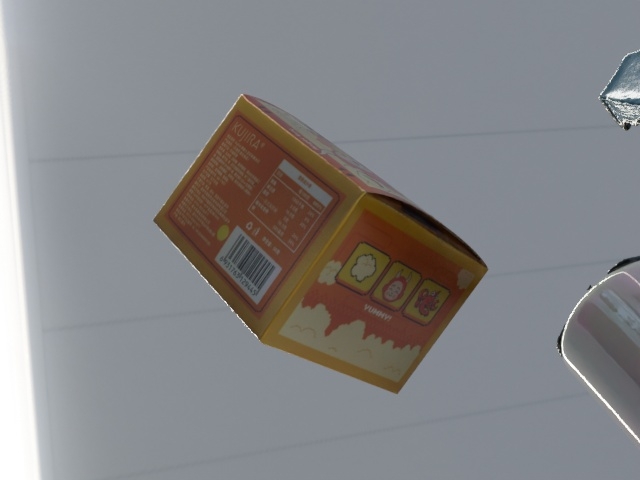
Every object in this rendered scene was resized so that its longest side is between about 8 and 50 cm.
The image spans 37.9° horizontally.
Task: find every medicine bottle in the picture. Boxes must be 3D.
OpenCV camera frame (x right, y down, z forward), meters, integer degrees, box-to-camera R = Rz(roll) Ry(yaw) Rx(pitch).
[{"bbox_3d":[0.484,0.202,1.159,0.214,0.378,0.213,-13,-52,-17],"label":"medicine bottle"}]

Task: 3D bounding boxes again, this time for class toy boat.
[{"bbox_3d":[0.331,-0.125,0.816,0.077,0.185,0.075,35,-97,-21],"label":"toy boat"}]

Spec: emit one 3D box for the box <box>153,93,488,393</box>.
[{"bbox_3d":[0.000,0.000,1.133,0.260,0.283,0.213,27,-78,-44],"label":"box"}]
